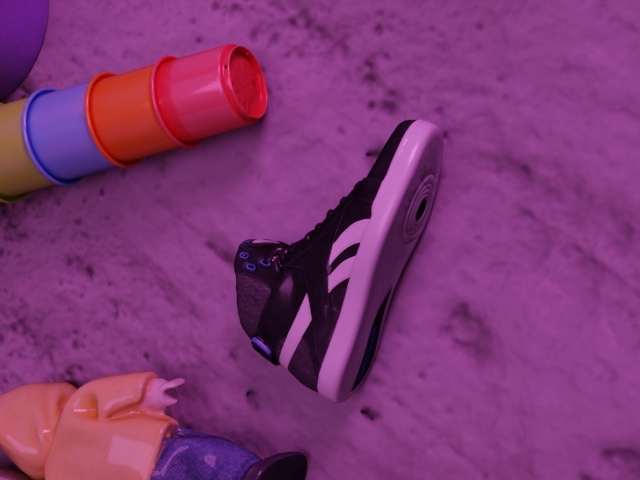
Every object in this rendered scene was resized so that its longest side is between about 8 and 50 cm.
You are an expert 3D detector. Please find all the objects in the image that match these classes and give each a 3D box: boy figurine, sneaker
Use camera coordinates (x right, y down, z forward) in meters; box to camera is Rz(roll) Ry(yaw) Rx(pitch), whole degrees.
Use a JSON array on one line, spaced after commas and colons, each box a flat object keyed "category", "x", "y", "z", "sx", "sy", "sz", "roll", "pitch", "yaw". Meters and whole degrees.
[{"category": "boy figurine", "x": -0.159, "y": 0.190, "z": 0.801, "sx": 0.285, "sy": 0.092, "sz": 0.177, "roll": 11, "pitch": 97, "yaw": 27}, {"category": "sneaker", "x": 0.000, "y": 0.000, "z": 0.717, "sx": 0.121, "sy": 0.079, "sz": 0.216, "roll": 25, "pitch": 104, "yaw": 23}]

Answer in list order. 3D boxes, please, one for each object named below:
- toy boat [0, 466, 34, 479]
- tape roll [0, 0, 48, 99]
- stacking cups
[{"category": "toy boat", "x": -0.358, "y": 0.229, "z": 0.872, "sx": 0.268, "sy": 0.148, "sz": 0.318, "roll": -13, "pitch": 86, "yaw": 27}, {"category": "tape roll", "x": -0.343, "y": -0.215, "z": 0.885, "sx": 0.189, "sy": 0.080, "sz": 0.189, "roll": 1, "pitch": 93, "yaw": 28}, {"category": "stacking cups", "x": -0.193, "y": -0.098, "z": 0.815, "sx": 0.316, "sy": 0.096, "sz": 0.096, "roll": -13, "pitch": 86, "yaw": 23}]
